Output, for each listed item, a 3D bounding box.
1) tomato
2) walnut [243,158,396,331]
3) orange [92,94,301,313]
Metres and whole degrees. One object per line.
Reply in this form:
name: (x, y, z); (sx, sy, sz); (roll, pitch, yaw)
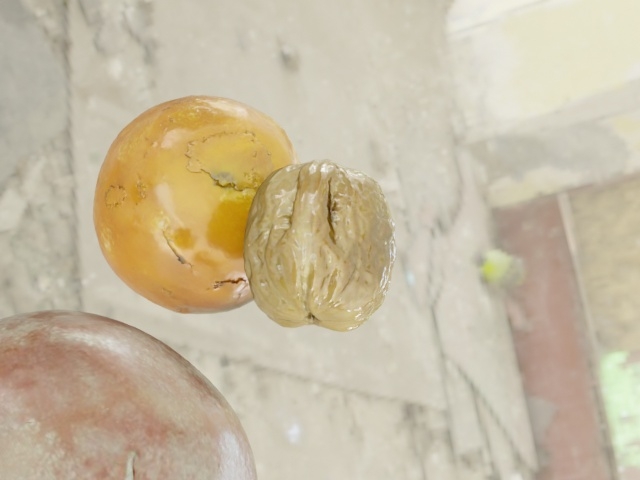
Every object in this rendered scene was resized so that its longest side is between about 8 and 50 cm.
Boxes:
tomato: (-0.206, 0.212, 1.163); (0.282, 0.316, 0.317); (47, 8, 36)
walnut: (0.000, 0.000, 1.496); (0.155, 0.155, 0.184); (39, 47, -51)
orange: (-0.131, -0.039, 1.634); (0.246, 0.246, 0.246); (38, 44, -51)
